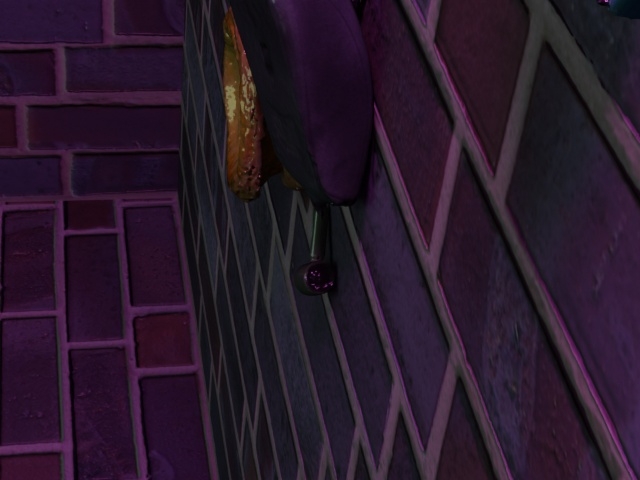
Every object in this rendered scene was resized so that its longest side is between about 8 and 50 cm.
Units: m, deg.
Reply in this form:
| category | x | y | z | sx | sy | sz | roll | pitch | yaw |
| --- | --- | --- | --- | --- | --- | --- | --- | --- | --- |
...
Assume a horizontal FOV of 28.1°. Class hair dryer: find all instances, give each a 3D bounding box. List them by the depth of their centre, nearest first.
| category | x | y | z | sx | sy | sz | roll | pitch | yaw |
| --- | --- | --- | --- | --- | --- | --- | --- | --- | --- |
| hair dryer | 0.000 | 0.000 | 1.725 | 0.071 | 0.047 | 0.150 | 162 | 116 | -76 |

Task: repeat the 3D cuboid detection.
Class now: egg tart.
| category | x | y | z | sx | sy | sz | roll | pitch | yaw |
| --- | --- | --- | --- | --- | --- | --- | --- | --- | --- |
| egg tart | -0.081 | -0.206 | 1.871 | 0.315 | 0.120 | 0.315 | 179 | 90 | -81 |

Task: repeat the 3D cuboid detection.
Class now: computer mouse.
| category | x | y | z | sx | sy | sz | roll | pitch | yaw |
| --- | --- | --- | --- | --- | --- | --- | --- | --- | --- |
| computer mouse | -0.011 | -0.202 | 1.495 | 0.188 | 0.121 | 0.371 | -138 | 32 | -60 |

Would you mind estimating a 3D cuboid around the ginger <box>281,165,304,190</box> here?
| category | x | y | z | sx | sy | sz | roll | pitch | yaw |
| --- | --- | --- | --- | --- | --- | --- | --- | --- | --- |
| ginger | -0.019 | -0.197 | 1.706 | 0.118 | 0.065 | 0.299 | -106 | 15 | -59 |

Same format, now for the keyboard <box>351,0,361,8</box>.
| category | x | y | z | sx | sy | sz | roll | pitch | yaw |
| --- | --- | --- | --- | --- | --- | --- | --- | --- | --- |
| keyboard | 0.033 | -0.355 | 1.541 | 0.195 | 0.018 | 0.060 | -103 | 23 | -44 |

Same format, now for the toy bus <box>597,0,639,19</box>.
| category | x | y | z | sx | sy | sz | roll | pitch | yaw |
| --- | --- | --- | --- | --- | --- | --- | --- | --- | --- |
| toy bus | 0.192 | -0.172 | 0.618 | 0.160 | 0.079 | 0.092 | 123 | 143 | -68 |
